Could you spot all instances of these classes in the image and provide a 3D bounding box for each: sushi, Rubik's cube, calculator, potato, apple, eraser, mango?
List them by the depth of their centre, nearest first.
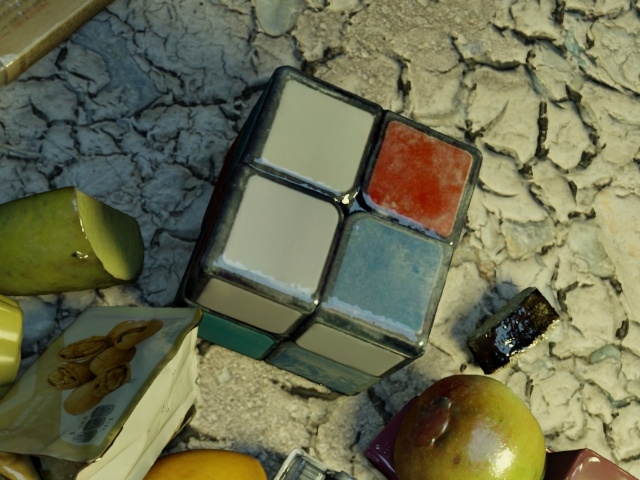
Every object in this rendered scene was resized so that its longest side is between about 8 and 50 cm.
[{"bbox_3d":[-0.204,0.393,1.636,0.350,0.201,0.199,-43,112,-30],"label":"mango"},{"bbox_3d":[-0.395,0.025,1.713,0.255,0.269,0.112,-10,76,10],"label":"potato"},{"bbox_3d":[0.000,0.000,1.736,0.316,0.318,0.313,23,68,-9],"label":"Rubik's cube"},{"bbox_3d":[0.209,0.296,1.761,0.207,0.174,0.188,38,64,7],"label":"apple"},{"bbox_3d":[0.168,0.332,1.839,0.190,0.034,0.126,45,66,-1],"label":"calculator"},{"bbox_3d":[-0.428,-0.348,1.844,0.144,0.078,0.343,46,69,1],"label":"eraser"},{"bbox_3d":[0.292,0.138,1.900,0.150,0.090,0.078,-36,91,-24],"label":"sushi"}]

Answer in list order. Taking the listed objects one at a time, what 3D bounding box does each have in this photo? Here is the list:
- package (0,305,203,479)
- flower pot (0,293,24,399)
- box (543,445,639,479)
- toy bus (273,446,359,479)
[{"bbox_3d":[-0.281,0.236,1.612,0.311,0.221,0.165,-56,138,-52],"label":"package"},{"bbox_3d":[-0.488,0.133,1.636,0.179,0.195,0.195,11,71,-24],"label":"flower pot"},{"bbox_3d":[0.350,0.439,1.788,0.193,0.167,0.294,33,68,-3],"label":"box"},{"bbox_3d":[0.088,0.404,1.694,0.342,0.138,0.097,29,77,12],"label":"toy bus"}]
